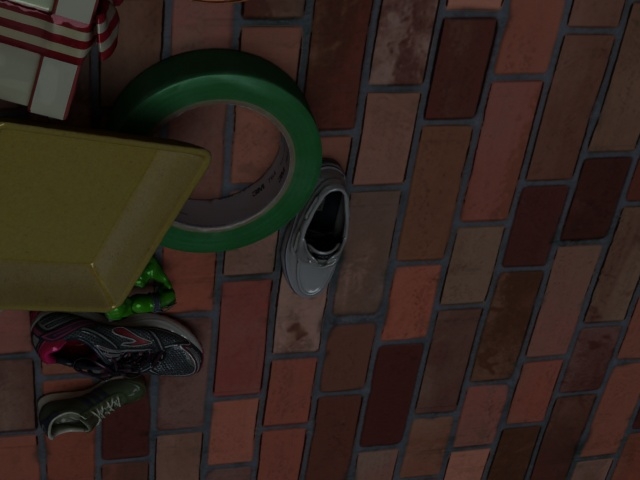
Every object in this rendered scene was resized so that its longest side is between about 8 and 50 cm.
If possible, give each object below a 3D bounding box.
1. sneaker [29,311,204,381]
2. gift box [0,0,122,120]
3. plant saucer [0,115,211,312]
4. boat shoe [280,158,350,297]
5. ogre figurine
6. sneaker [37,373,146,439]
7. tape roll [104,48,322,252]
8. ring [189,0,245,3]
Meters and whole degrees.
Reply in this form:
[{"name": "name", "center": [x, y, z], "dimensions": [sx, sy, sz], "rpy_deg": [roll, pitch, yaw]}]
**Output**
[{"name": "sneaker", "center": [-0.334, 0.185, 1.895], "dimensions": [0.299, 0.112, 0.120], "rpy_deg": [14, 123, -26]}, {"name": "gift box", "center": [-0.370, -0.306, 1.401], "dimensions": [0.258, 0.255, 0.276], "rpy_deg": [14, 130, -14]}, {"name": "plant saucer", "center": [-0.364, -0.042, 1.577], "dimensions": [0.333, 0.081, 0.333], "rpy_deg": [5, 132, -41]}, {"name": "boat shoe", "center": [0.000, 0.000, 1.853], "dimensions": [0.096, 0.088, 0.267], "rpy_deg": [2, 127, -18]}, {"name": "ogre figurine", "center": [-0.311, 0.053, 1.811], "dimensions": [0.118, 0.097, 0.197], "rpy_deg": [-33, 148, -12]}, {"name": "sneaker", "center": [-0.391, 0.295, 1.985], "dimensions": [0.192, 0.086, 0.064], "rpy_deg": [-13, 131, -6]}, {"name": "tape roll", "center": [-0.160, -0.127, 1.711], "dimensions": [0.321, 0.077, 0.321], "rpy_deg": [-8, 130, -10]}, {"name": "ring", "center": [-0.124, -0.454, 1.483], "dimensions": [0.337, 0.032, 0.336], "rpy_deg": [-8, 131, -10]}]
